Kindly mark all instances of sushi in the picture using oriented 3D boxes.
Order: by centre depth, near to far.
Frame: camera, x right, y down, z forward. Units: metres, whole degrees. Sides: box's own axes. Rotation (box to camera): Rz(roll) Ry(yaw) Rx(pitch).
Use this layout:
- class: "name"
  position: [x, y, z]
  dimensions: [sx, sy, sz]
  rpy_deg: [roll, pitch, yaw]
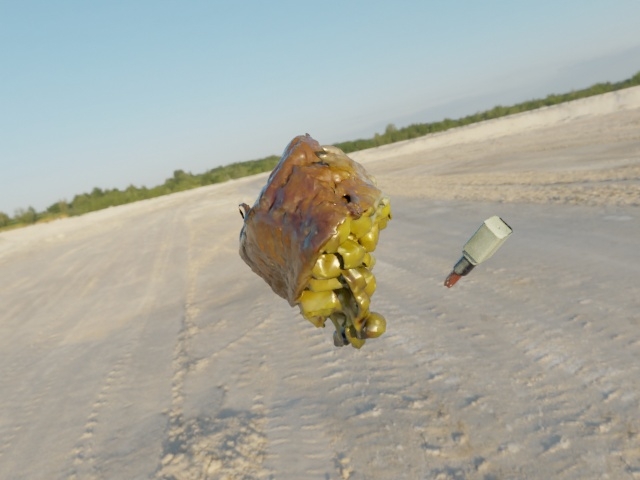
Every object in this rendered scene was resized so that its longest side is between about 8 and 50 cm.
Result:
- class: "sushi"
  position: [0.000, 0.001, 0.515]
  dimensions: [0.166, 0.179, 0.296]
  rpy_deg: [-59, 6, -23]

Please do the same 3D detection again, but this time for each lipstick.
- class: "lipstick"
  position: [0.159, 0.019, 0.516]
  dimensions: [0.025, 0.025, 0.107]
  rpy_deg: [-22, -28, -35]
